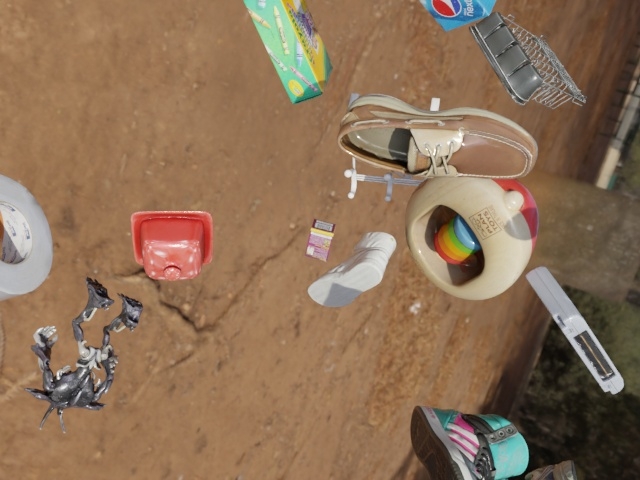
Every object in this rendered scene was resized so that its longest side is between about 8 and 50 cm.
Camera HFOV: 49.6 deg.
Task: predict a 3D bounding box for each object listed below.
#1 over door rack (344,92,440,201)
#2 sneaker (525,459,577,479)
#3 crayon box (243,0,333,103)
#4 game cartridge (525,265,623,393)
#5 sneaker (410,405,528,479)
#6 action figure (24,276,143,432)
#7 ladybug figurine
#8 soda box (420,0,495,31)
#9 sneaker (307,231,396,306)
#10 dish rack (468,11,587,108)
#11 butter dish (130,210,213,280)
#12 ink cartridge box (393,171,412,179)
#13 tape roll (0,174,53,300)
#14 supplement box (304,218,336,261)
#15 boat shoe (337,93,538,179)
[{"bbox_3d":[0.189,-0.234,1.894,0.108,0.239,0.324,-75,168,-46],"label":"over door rack"},{"bbox_3d":[0.466,0.550,1.413,0.283,0.122,0.110,-15,91,-69],"label":"sneaker"},{"bbox_3d":[-0.070,-0.473,1.573,0.165,0.081,0.278,-74,144,-53],"label":"crayon box"},{"bbox_3d":[0.557,0.191,1.527,0.297,0.062,0.198,47,19,-34],"label":"game cartridge"},{"bbox_3d":[0.271,0.382,1.158,0.295,0.178,0.124,-110,-154,-67],"label":"sneaker"},{"bbox_3d":[-0.444,0.214,1.292,0.164,0.141,0.276,28,96,-35],"label":"action figure"},{"bbox_3d":[0.348,-0.026,1.569,0.162,0.305,0.449,-30,176,-21],"label":"ladybug figurine"},{"bbox_3d":[0.185,-0.350,0.806,0.071,0.067,0.210,39,65,-30],"label":"soda box"},{"bbox_3d":[0.096,0.076,1.913,0.292,0.108,0.169,-28,-158,46],"label":"sneaker"},{"bbox_3d":[0.446,-0.366,1.454,0.271,0.208,0.074,4,146,-47],"label":"dish rack"},{"bbox_3d":[-0.294,0.028,1.377,0.160,0.160,0.118,100,-14,-46],"label":"butter dish"},{"bbox_3d":[0.229,-0.265,2.090,0.063,0.150,0.109,-38,146,-29],"label":"ink cartridge box"},{"bbox_3d":[-0.568,-0.004,1.202,0.219,0.072,0.219,-15,90,-73],"label":"tape roll"},{"bbox_3d":[0.000,0.000,1.586,0.043,0.055,0.083,-74,179,-54],"label":"supplement box"},{"bbox_3d":[0.176,-0.145,1.108,0.116,0.324,0.123,-54,148,-44],"label":"boat shoe"}]
